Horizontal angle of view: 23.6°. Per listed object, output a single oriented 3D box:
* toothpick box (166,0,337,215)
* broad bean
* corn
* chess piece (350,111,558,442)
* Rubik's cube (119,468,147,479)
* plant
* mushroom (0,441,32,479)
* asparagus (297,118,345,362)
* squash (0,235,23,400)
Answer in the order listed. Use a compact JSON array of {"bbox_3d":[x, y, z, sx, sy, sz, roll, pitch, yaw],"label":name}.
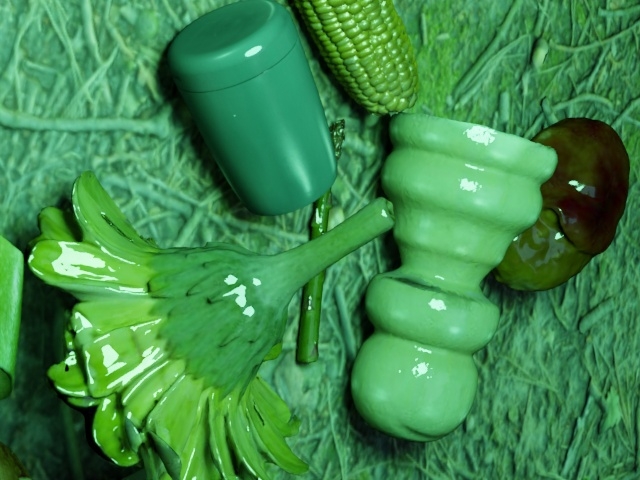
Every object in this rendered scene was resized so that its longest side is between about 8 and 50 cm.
[{"bbox_3d":[-0.056,-0.117,1.404,0.120,0.120,0.184,-43,125,-32],"label":"toothpick box"},{"bbox_3d":[0.264,-0.042,1.715,0.228,0.122,0.156,-48,127,-33],"label":"broad bean"},{"bbox_3d":[0.020,-0.245,1.472,0.101,0.101,0.292,-47,122,-29],"label":"corn"},{"bbox_3d":[0.121,0.043,1.573,0.182,0.182,0.330,12,93,-44],"label":"chess piece"},{"bbox_3d":[-0.127,0.392,1.271,0.291,0.290,0.292,-21,113,-42],"label":"Rubik's cube"},{"bbox_3d":[-0.091,0.087,1.254,0.306,0.297,0.261,49,49,-36],"label":"plant"},{"bbox_3d":[-0.301,0.203,1.202,0.170,0.080,0.135,12,47,-26],"label":"mushroom"},{"bbox_3d":[0.000,0.000,1.537,0.025,0.024,0.249,2,94,-86],"label":"asparagus"},{"bbox_3d":[-0.303,0.051,1.170,0.170,0.170,0.123,36,59,-40],"label":"squash"}]
